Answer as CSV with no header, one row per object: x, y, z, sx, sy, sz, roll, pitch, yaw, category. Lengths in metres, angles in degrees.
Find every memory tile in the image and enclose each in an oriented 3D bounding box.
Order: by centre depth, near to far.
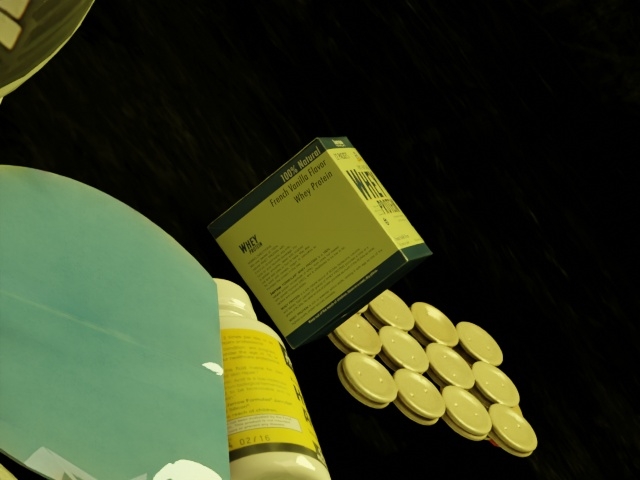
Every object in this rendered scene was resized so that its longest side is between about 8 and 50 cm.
0.061,0.073,1.040,0.148,0.012,0.113,22,31,-31,memory tile

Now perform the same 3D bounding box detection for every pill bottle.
-0.039,0.073,0.749,0.065,0.065,0.116,36,24,-43,pill bottle

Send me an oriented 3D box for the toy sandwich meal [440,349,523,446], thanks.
0.096,0.101,1.107,0.085,0.029,0.085,43,22,-23,toy sandwich meal

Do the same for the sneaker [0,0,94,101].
-0.251,-0.174,0.468,0.169,0.257,0.447,-37,90,-30,sneaker

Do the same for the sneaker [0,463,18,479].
-0.150,0.065,0.477,0.262,0.099,0.121,46,-6,-5,sneaker

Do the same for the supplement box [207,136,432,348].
0.000,0.000,0.961,0.083,0.083,0.056,54,16,8,supplement box

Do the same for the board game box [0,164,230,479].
-0.103,0.042,0.692,0.133,0.033,0.169,23,35,-25,board game box
